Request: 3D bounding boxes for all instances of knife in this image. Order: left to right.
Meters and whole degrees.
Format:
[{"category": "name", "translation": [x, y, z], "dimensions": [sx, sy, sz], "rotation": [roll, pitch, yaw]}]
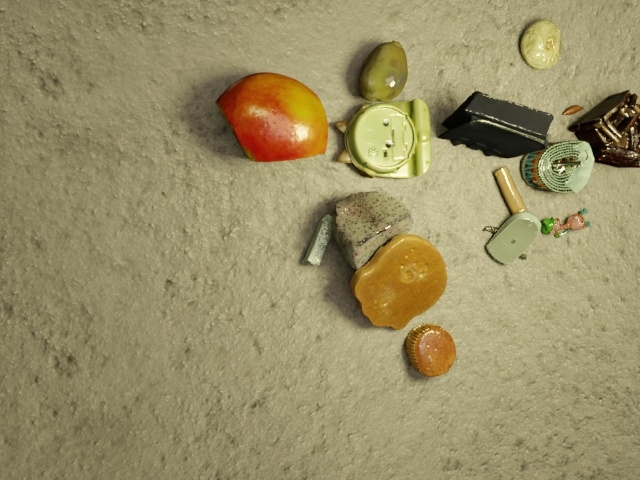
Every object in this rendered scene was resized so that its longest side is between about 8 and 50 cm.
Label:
[{"category": "knife", "translation": [0.754, 0.004, 1.836], "dimensions": [0.222, 0.021, 0.046], "rotation": [35, 91, -6]}]

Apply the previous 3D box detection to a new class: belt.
[{"category": "belt", "translation": [0.944, -0.289, 1.799], "dimensions": [0.257, 0.150, 0.207], "rotation": [-5, 101, -9]}]

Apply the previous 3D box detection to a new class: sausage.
[{"category": "sausage", "translation": [0.781, -0.154, 1.817], "dimensions": [0.065, 0.066, 0.302], "rotation": [-30, 95, -8]}]

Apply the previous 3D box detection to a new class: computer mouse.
[{"category": "computer mouse", "translation": [0.765, -0.013, 1.789], "dimensions": [0.128, 0.079, 0.231], "rotation": [41, 111, 1]}]

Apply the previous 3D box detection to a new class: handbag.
[{"category": "handbag", "translation": [0.625, -0.404, 1.649], "dimensions": [0.302, 0.329, 0.122], "rotation": [16, 87, -6]}]

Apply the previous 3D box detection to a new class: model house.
[{"category": "model house", "translation": [1.190, -0.412, 1.779], "dimensions": [0.297, 0.317, 0.283], "rotation": [-35, 94, 5]}]

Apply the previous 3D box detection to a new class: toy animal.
[{"category": "toy animal", "translation": [1.009, -0.065, 1.859], "dimensions": [0.208, 0.100, 0.104], "rotation": [-17, 134, -12]}]

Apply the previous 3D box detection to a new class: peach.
[{"category": "peach", "translation": [-0.162, -0.418, 1.541], "dimensions": [0.379, 0.242, 0.307], "rotation": [-4, 97, -10]}]

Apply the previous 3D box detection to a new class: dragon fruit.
[{"category": "dragon fruit", "translation": [0.164, -0.033, 1.641], "dimensions": [0.282, 0.221, 0.204], "rotation": [-28, 52, -21]}]

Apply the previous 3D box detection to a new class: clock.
[{"category": "clock", "translation": [0.231, -0.371, 1.677], "dimensions": [0.347, 0.117, 0.287], "rotation": [-5, 92, -10]}]

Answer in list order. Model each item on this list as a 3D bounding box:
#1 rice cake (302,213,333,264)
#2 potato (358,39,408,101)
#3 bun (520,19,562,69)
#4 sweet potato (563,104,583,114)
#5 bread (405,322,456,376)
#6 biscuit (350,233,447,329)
[{"category": "rice cake", "translation": [0.000, -0.001, 1.671], "dimensions": [0.063, 0.069, 0.207], "rotation": [22, 86, -11]}, {"category": "potato", "translation": [0.234, -0.615, 1.641], "dimensions": [0.174, 0.159, 0.252], "rotation": [11, 76, 15]}, {"category": "bun", "translation": [0.880, -0.775, 1.788], "dimensions": [0.163, 0.111, 0.189], "rotation": [15, 86, -14]}, {"category": "sweet potato", "translation": [1.038, -0.537, 1.866], "dimensions": [0.094, 0.034, 0.034], "rotation": [-19, 95, -10]}, {"category": "bread", "translation": [0.429, 0.425, 1.748], "dimensions": [0.198, 0.104, 0.200], "rotation": [0, 91, -13]}, {"category": "biscuit", "translation": [0.297, 0.155, 1.669], "dimensions": [0.365, 0.062, 0.385], "rotation": [-43, 127, -2]}]
